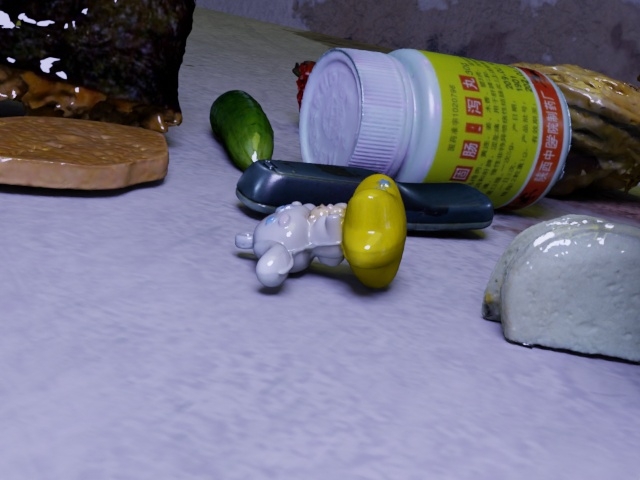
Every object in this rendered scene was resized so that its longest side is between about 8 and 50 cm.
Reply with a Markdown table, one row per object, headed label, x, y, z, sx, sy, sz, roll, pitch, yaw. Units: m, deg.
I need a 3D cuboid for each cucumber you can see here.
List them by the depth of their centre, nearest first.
| label | x | y | z | sx | sy | sz | roll | pitch | yaw |
| --- | --- | --- | --- | --- | --- | --- | --- | --- | --- |
| cucumber | -0.081 | -0.118 | 1.044 | 0.056 | 0.056 | 0.250 | 7 | 16 | -16 |

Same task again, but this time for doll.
| label | x | y | z | sx | sy | sz | roll | pitch | yaw |
| --- | --- | --- | --- | --- | --- | --- | --- | --- | --- |
| doll | 0.001 | -0.002 | 0.686 | 0.113 | 0.071 | 0.135 | -11 | 14 | -11 |

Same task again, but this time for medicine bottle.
| label | x | y | z | sx | sy | sz | roll | pitch | yaw |
| --- | --- | --- | --- | --- | --- | --- | --- | --- | --- |
| medicine bottle | 0.106 | -0.102 | 0.955 | 0.225 | 0.139 | 0.139 | 4 | 17 | -27 |

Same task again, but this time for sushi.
| label | x | y | z | sx | sy | sz | roll | pitch | yaw |
| --- | --- | --- | --- | --- | --- | --- | --- | --- | --- |
| sushi | -0.292 | -0.208 | 0.959 | 0.349 | 0.207 | 0.234 | 12 | 2 | -17 |

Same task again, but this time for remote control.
| label | x | y | z | sx | sy | sz | roll | pitch | yaw |
| --- | --- | --- | --- | --- | --- | --- | --- | --- | --- |
| remote control | 0.040 | -0.034 | 0.843 | 0.222 | 0.042 | 0.072 | 4 | 19 | -24 |

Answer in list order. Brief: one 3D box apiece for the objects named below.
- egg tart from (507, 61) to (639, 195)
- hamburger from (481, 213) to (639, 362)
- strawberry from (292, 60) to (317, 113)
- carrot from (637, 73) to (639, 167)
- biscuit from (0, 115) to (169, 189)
| label | x | y | z | sx | sy | sz | roll | pitch | yaw |
| --- | --- | --- | --- | --- | --- | --- | --- | --- | --- |
| egg tart | 0.268 | -0.110 | 1.162 | 0.297 | 0.132 | 0.297 | 16 | 0 | 0 |
| hamburger | 0.168 | 0.026 | 0.637 | 0.121 | 0.084 | 0.054 | 13 | 13 | 2 |
| strawberry | 0.044 | -0.157 | 1.217 | 0.192 | 0.085 | 0.140 | 19 | 9 | 10 |
| carrot | 0.314 | -0.052 | 0.618 | 0.242 | 0.241 | 0.341 | 17 | -9 | 20 |
| biscuit | -0.202 | -0.069 | 0.823 | 0.142 | 0.028 | 0.221 | 17 | 17 | 16 |
